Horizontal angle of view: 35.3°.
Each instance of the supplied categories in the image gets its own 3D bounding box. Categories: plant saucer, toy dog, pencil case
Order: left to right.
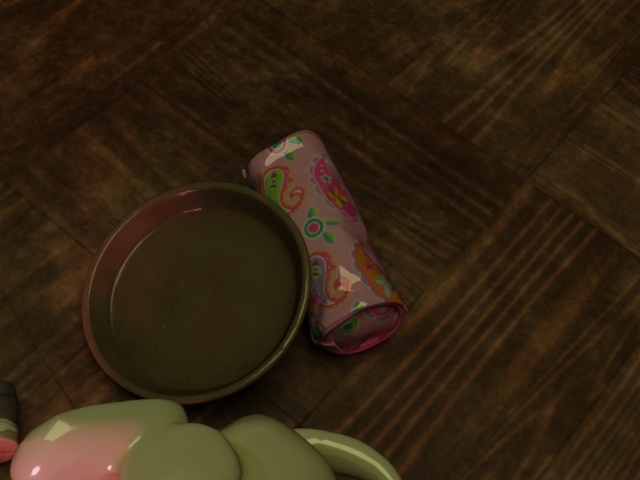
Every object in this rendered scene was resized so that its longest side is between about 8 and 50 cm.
[{"bbox_3d":[-0.143,0.061,1.175,0.278,0.041,0.277,-5,65,10],"label":"plant saucer"},{"bbox_3d":[-0.048,0.363,0.866,0.395,0.284,0.408,-5,38,-35],"label":"toy dog"},{"bbox_3d":[0.000,0.000,1.243,0.124,0.124,0.284,-16,60,-19],"label":"pencil case"}]

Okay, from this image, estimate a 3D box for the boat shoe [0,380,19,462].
[{"bbox_3d":[-0.462,0.184,1.058,0.285,0.102,0.092,3,51,-12],"label":"boat shoe"}]
